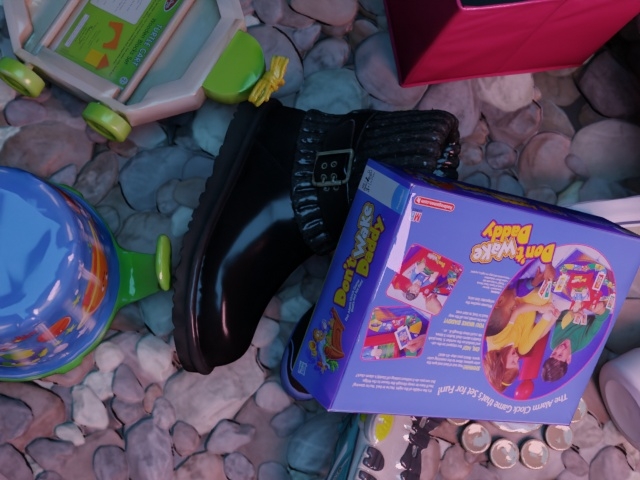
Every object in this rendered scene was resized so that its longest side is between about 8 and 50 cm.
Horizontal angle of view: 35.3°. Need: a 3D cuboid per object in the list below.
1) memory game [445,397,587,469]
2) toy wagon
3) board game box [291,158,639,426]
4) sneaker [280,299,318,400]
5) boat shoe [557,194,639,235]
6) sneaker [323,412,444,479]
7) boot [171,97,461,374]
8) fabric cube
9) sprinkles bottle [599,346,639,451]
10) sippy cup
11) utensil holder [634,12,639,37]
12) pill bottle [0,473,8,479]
[{"bbox_3d":[0.232,0.182,1.206,0.186,0.012,0.186,1,79,-8],"label":"memory game"},{"bbox_3d":[-0.195,-0.240,1.157,0.344,0.068,0.267,28,77,9],"label":"toy wagon"},{"bbox_3d":[0.164,0.067,1.045,0.347,0.078,0.233,11,106,-35],"label":"board game box"},{"bbox_3d":[0.034,0.081,1.154,0.081,0.090,0.232,35,76,-1],"label":"sneaker"},{"bbox_3d":[0.320,0.005,1.205,0.302,0.109,0.094,-9,83,-13],"label":"boat shoe"},{"bbox_3d":[0.066,0.196,1.130,0.107,0.110,0.275,41,57,-23],"label":"sneaker"},{"bbox_3d":[-0.001,-0.002,1.093,0.260,0.131,0.347,11,74,17],"label":"boot"},{"bbox_3d":[0.220,-0.349,1.177,0.259,0.258,0.254,-9,80,-10],"label":"fabric cube"},{"bbox_3d":[0.514,0.132,1.201,0.355,0.121,0.121,-22,84,-12],"label":"sprinkles bottle"},{"bbox_3d":[-0.326,0.026,1.041,0.305,0.224,0.240,-36,86,-12],"label":"sippy cup"},{"bbox_3d":[0.545,-0.186,1.130,0.328,0.327,0.385,-6,71,-10],"label":"utensil holder"},{"bbox_3d":[-0.416,0.368,0.993,0.301,0.169,0.169,-36,87,-14],"label":"pill bottle"}]
